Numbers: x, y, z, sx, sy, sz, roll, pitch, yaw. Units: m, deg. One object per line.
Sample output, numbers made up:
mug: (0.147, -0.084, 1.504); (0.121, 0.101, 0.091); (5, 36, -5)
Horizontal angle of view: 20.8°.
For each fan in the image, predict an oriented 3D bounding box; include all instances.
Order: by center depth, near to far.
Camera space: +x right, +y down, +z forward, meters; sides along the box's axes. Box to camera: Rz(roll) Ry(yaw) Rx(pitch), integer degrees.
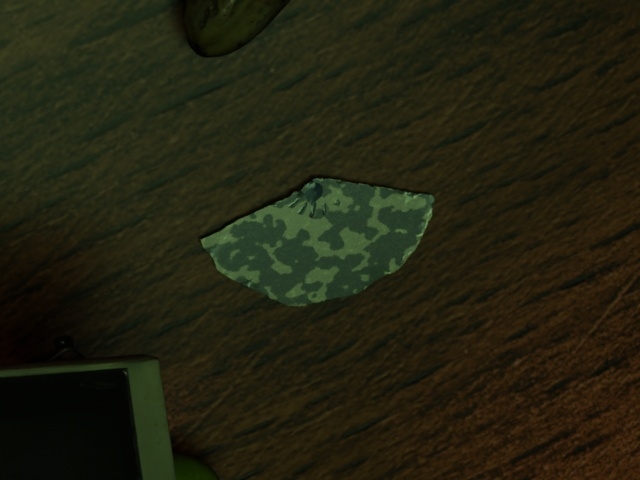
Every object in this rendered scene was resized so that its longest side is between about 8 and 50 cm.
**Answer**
fan: (0.000, 0.000, 1.727); (0.240, 0.009, 0.131); (-10, 108, -12)

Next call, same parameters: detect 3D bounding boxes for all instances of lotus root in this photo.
lotus root: (-0.064, -0.246, 1.601); (0.179, 0.080, 0.089); (-48, 133, 7)

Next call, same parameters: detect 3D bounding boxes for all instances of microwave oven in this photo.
microwave oven: (-0.353, 0.230, 1.446); (0.394, 0.333, 0.247); (-1, 72, -38)

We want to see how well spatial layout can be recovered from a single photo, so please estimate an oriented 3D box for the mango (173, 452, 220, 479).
mango: (-0.192, 0.345, 1.712); (0.175, 0.143, 0.293); (23, 89, -23)
